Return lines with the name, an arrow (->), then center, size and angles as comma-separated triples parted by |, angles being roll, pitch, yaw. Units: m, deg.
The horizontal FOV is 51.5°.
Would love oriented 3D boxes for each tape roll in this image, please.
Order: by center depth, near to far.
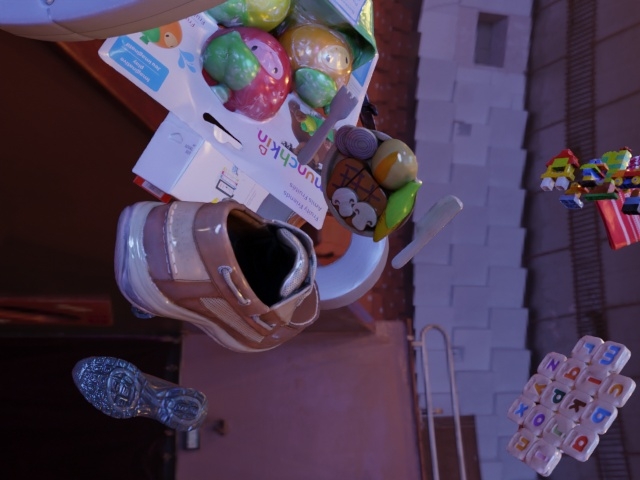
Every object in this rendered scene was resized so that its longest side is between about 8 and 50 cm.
tape roll -> 0.000, 0.000, 1.081 | 0.072, 0.219, 0.219 | 64, 21, -69

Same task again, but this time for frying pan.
frying pan -> 0.136, -0.370, 1.927 | 0.326, 0.053, 0.197 | -99, 171, -49

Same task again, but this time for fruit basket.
fruit basket -> -0.059, -0.241, 0.829 | 0.166, 0.327, 0.352 | -26, -144, 40

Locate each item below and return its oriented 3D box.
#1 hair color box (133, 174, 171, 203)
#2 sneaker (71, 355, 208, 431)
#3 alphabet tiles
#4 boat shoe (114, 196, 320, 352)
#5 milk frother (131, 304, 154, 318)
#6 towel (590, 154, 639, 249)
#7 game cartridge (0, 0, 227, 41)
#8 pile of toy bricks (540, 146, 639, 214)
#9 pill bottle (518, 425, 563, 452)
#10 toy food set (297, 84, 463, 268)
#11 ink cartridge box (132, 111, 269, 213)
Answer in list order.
hair color box -> -0.370, -0.173, 1.578 | 0.053, 0.093, 0.167 | -41, -157, 33
sneaker -> -0.376, 0.314, 1.353 | 0.130, 0.286, 0.109 | -4, -122, 56
alphabet tiles -> 0.468, 0.307, 1.261 | 0.284, 0.021, 0.278 | -52, -171, -7
boat shoe -> -0.060, 0.040, 0.650 | 0.324, 0.117, 0.123 | 28, 52, -65
milk frother -> -0.421, 0.111, 1.659 | 0.143, 0.129, 0.135 | -46, -179, -2
towel -> 0.682, -0.099, 1.303 | 0.198, 0.275, 0.031 | 58, 17, -31
game cartridge -> -0.113, -0.251, 0.448 | 0.060, 0.295, 0.195 | 8, 72, -67
pile of toy bricks -> 0.509, -0.118, 1.165 | 0.212, 0.118, 0.105 | 3, -117, 57
pill bottle -> 0.508, 0.413, 1.452 | 0.180, 0.108, 0.107 | 87, -1, -66
toy food set -> 0.050, -0.064, 0.738 | 0.192, 0.039, 0.132 | 47, -56, 14
ink cartridge box -> -0.241, -0.143, 1.423 | 0.171, 0.233, 0.168 | 28, -95, 43
